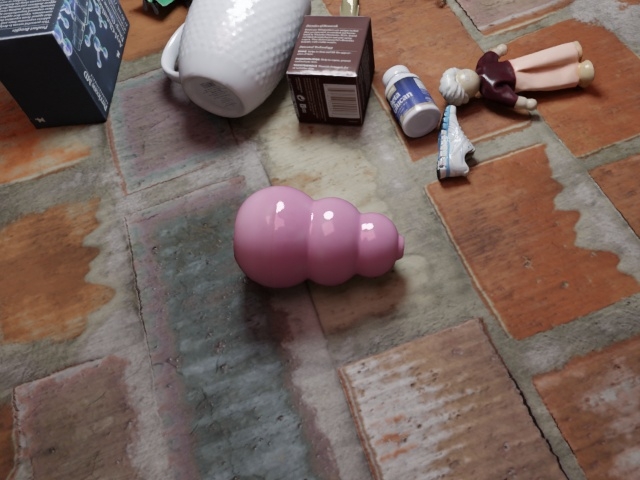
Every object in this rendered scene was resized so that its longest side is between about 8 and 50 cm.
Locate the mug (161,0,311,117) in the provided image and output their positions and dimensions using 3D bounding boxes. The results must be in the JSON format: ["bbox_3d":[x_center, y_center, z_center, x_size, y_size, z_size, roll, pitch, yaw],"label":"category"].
[{"bbox_3d":[-0.242,-0.487,1.557,0.374,0.276,0.328,7,68,32],"label":"mug"}]

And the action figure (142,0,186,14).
[{"bbox_3d":[-0.429,-0.755,1.863,0.137,0.063,0.232,28,59,25],"label":"action figure"}]

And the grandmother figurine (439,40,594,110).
[{"bbox_3d":[0.447,-0.391,1.477,0.342,0.104,0.208,-12,48,-2],"label":"grandmother figurine"}]

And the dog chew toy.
[{"bbox_3d":[0.000,0.000,1.248,0.331,0.207,0.207,5,59,2],"label":"dog chew toy"}]

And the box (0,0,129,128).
[{"bbox_3d":[-0.680,-0.544,1.632,0.212,0.293,0.395,-4,58,7],"label":"box"}]

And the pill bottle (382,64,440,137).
[{"bbox_3d":[0.208,-0.333,1.477,0.094,0.094,0.169,-20,57,-4],"label":"pill bottle"}]

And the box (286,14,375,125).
[{"bbox_3d":[0.031,-0.409,1.509,0.167,0.168,0.203,5,59,13],"label":"box"}]

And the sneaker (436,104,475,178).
[{"bbox_3d":[0.308,-0.221,1.414,0.083,0.071,0.191,5,67,4],"label":"sneaker"}]

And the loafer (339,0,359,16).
[{"bbox_3d":[0.078,-0.639,1.716,0.056,0.050,0.148,-2,58,8],"label":"loafer"}]
